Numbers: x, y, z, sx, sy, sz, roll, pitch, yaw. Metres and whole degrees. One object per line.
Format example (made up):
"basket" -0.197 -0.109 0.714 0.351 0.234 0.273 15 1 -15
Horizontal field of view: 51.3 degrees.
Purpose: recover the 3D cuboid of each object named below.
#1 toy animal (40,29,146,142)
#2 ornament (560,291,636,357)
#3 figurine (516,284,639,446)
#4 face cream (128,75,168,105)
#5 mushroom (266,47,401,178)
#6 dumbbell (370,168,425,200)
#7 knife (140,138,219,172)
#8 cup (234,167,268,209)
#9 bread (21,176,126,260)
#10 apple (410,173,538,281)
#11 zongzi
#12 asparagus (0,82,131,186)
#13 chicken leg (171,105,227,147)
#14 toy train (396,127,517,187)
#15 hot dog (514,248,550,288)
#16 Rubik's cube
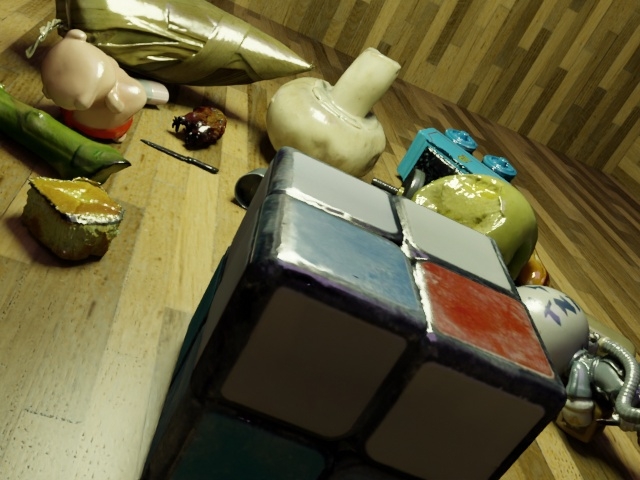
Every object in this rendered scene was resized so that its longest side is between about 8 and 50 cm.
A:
"toy animal" -0.424 -0.277 1.247 0.171 0.171 0.197 34 -10 12
"ornament" 0.587 0.200 1.480 0.230 0.061 0.245 34 27 18
"figurine" 0.436 0.215 1.163 0.261 0.186 0.382 7 27 -48
"face cream" -0.439 -0.337 1.475 0.084 0.057 0.198 33 21 36
"mushroom" 0.044 -0.313 1.592 0.314 0.336 0.314 33 20 -14
"dumbbell" 0.268 -0.072 1.580 0.326 0.143 0.143 25 25 -5
"knife" -0.290 -0.174 1.370 0.170 0.010 0.023 22 19 -8
"cup" -0.115 -0.096 1.328 0.100 0.078 0.077 46 20 -6
"bread" -0.352 -0.035 0.968 0.140 0.069 0.128 37 25 27
"apple" 0.308 -0.009 1.373 0.279 0.279 0.279 23 25 -11
"zongzi" -0.305 -0.461 1.452 0.467 0.218 0.500 9 8 20
"asparagus" -0.468 -0.179 1.115 0.343 0.085 0.082 27 36 12
"chicken leg" -0.266 -0.263 1.505 0.105 0.063 0.234 31 22 -4
"toy train" 0.393 -0.178 1.878 0.300 0.188 0.265 41 32 19
"hot dog" 0.443 0.067 1.515 0.100 0.135 0.337 6 24 4
"Rubik's cube" 0.022 0.129 0.743 0.313 0.318 0.316 24 26 -11
